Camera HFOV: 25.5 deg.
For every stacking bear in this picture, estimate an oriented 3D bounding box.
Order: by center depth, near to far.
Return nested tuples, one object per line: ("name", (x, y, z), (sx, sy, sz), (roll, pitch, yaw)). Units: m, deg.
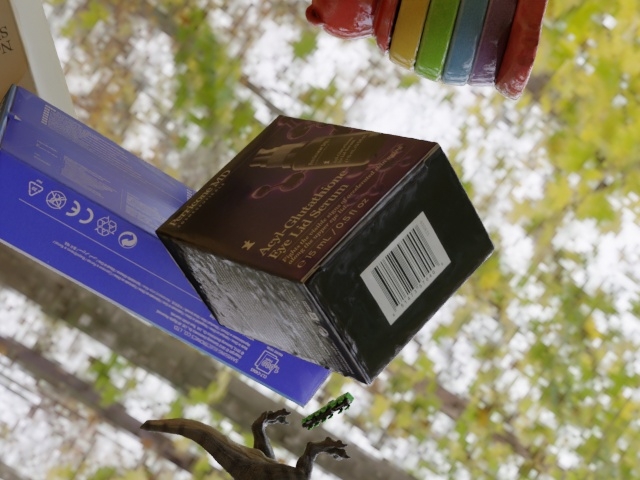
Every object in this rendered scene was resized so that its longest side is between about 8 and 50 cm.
("stacking bear", (0.129, -0.285, 1.775), (0.164, 0.289, 0.175), (100, 6, -64))

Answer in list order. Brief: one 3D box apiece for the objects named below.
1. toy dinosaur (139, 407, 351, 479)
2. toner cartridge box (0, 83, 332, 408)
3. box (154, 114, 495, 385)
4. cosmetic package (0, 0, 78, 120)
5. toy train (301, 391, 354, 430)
("toy dinosaur", (-0.047, 0.236, 1.469), (0.118, 0.268, 0.064), (-46, 170, -31))
("toner cartridge box", (-0.142, 0.004, 1.238), (0.075, 0.347, 0.165), (-54, -162, 15))
("box", (0.000, 0.000, 1.071), (0.153, 0.108, 0.207), (-46, -147, -22))
("cosmetic package", (-0.418, -0.227, 1.743), (0.160, 0.310, 0.113), (-21, 170, 12))
("toy train", (0.008, 0.203, 1.681), (0.083, 0.017, 0.024), (-33, -167, 38))
